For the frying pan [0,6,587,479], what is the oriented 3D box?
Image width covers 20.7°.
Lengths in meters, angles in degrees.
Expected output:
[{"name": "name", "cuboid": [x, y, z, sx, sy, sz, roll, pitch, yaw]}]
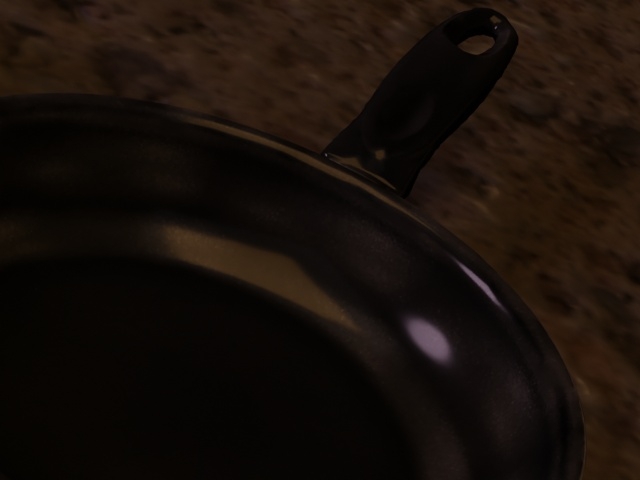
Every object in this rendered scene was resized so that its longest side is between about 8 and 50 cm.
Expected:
[{"name": "frying pan", "cuboid": [-0.028, -0.007, 0.500, 0.197, 0.053, 0.326, 17, 29, -10]}]
